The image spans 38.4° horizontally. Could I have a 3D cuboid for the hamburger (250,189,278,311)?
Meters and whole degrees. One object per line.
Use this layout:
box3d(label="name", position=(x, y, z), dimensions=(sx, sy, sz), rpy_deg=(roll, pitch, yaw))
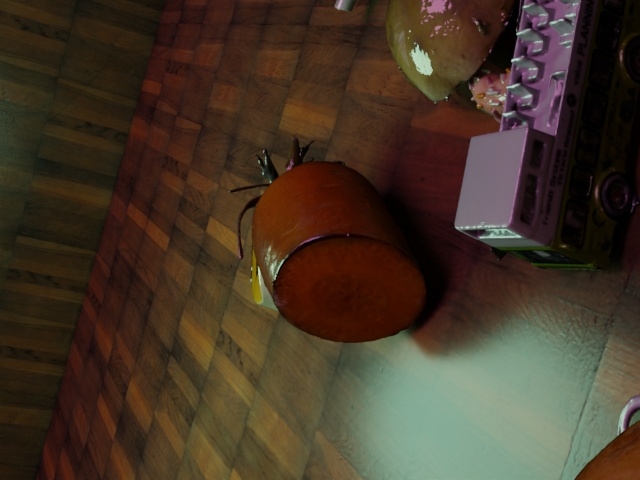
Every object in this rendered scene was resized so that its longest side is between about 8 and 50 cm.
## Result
box3d(label="hamburger", position=(-0.049, 0.010, 1.456), dimensions=(0.173, 0.116, 0.210), rpy_deg=(116, 156, -65))

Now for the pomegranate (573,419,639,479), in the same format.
box3d(label="pomegranate", position=(0.283, 0.224, 0.461), dimensions=(0.338, 0.338, 0.338), rpy_deg=(-40, 43, 52))

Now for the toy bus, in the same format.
box3d(label="toy bus", position=(0.235, -0.127, 0.903), dimensions=(0.113, 0.139, 0.301), rpy_deg=(-2, 74, 62))

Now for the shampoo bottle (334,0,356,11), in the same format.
box3d(label="shampoo bottle", position=(0.096, -0.501, 1.438), dimensions=(0.303, 0.092, 0.092), rpy_deg=(-66, 27, 23))

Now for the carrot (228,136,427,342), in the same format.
box3d(label="carrot", position=(0.000, 0.000, 1.252), dimensions=(0.214, 0.193, 0.331), rpy_deg=(-23, 35, 4))

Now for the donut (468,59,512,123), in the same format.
box3d(label="donut", position=(0.233, -0.193, 1.028), dimensions=(0.166, 0.065, 0.117), rpy_deg=(-61, 28, 32))

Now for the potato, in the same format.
box3d(label="potato", position=(0.153, -0.319, 1.141), dimensions=(0.239, 0.116, 0.299), rpy_deg=(-39, 29, 64))

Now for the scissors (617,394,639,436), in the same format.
box3d(label="scissors", position=(0.262, 0.222, 0.818), dimensions=(0.189, 0.015, 0.100), rpy_deg=(-60, 32, 33))
